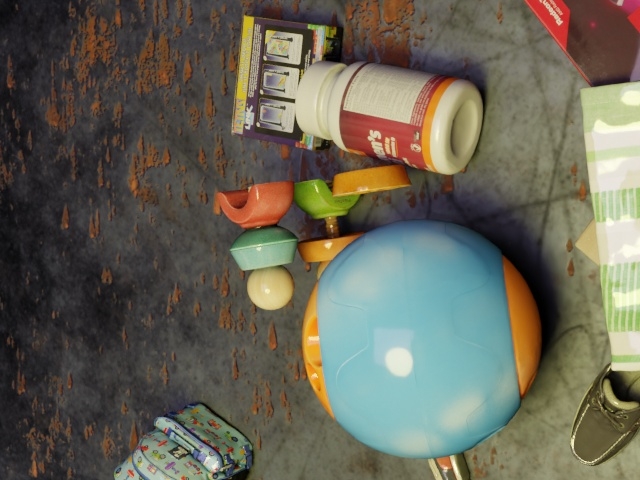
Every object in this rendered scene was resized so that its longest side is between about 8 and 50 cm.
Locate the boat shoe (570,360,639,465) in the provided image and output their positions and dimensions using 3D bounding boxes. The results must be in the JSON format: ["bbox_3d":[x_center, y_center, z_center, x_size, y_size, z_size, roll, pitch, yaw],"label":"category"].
[{"bbox_3d":[0.360,0.182,1.445,0.080,0.073,0.223,40,114,22],"label":"boat shoe"}]

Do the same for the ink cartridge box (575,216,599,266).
[{"bbox_3d":[0.440,0.003,1.366,0.234,0.088,0.193,43,117,21],"label":"ink cartridge box"}]

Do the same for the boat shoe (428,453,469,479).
[{"bbox_3d":[0.179,0.340,1.591,0.043,0.049,0.137,-20,81,24],"label":"boat shoe"}]

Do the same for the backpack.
[{"bbox_3d":[-0.204,0.328,1.757,0.158,0.173,0.117,35,113,25],"label":"backpack"}]

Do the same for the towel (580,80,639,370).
[{"bbox_3d":[0.413,-0.019,1.306,0.248,0.038,0.325,-5,93,33],"label":"towel"}]

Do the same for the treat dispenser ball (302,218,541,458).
[{"bbox_3d":[0.121,0.118,1.460,0.288,0.288,0.288,4,98,32],"label":"treat dispenser ball"}]

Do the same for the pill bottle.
[{"bbox_3d":[0.086,-0.163,1.548,0.221,0.121,0.121,15,104,30],"label":"pill bottle"}]

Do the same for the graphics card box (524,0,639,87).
[{"bbox_3d":[0.411,-0.334,1.342,0.371,0.094,0.233,-41,74,28],"label":"graphics card box"}]

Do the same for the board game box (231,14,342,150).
[{"bbox_3d":[-0.047,-0.218,1.669,0.141,0.048,0.170,14,104,32],"label":"board game box"}]

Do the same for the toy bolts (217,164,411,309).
[{"bbox_3d":[0.000,0.000,1.536,0.218,0.228,0.158,-8,91,55],"label":"toy bolts"}]
